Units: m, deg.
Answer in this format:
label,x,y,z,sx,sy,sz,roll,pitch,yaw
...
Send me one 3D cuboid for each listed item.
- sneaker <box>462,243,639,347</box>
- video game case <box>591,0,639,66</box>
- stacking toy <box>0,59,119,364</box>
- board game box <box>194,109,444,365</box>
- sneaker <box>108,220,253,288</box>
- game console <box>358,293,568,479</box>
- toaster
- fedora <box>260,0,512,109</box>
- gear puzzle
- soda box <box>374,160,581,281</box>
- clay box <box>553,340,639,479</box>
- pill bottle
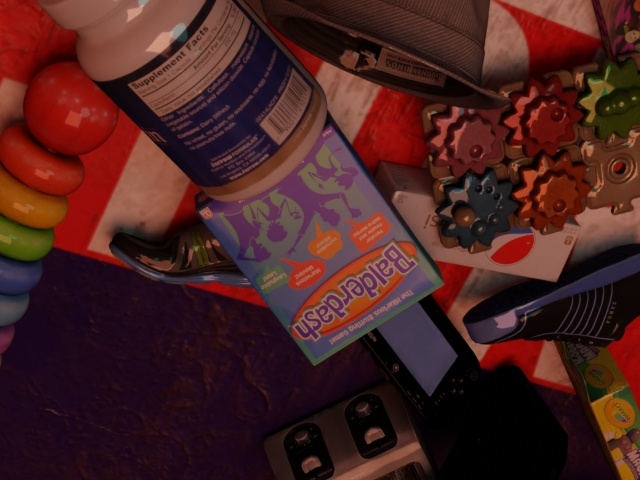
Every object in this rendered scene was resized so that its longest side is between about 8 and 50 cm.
label,x,y,z,sx,sy,sz,roll,pitch,yaw
sneaker,0.268,0.081,1.804,0.232,0.081,0.090,-20,102,-14
video game case,0.389,-0.222,1.697,0.210,0.042,0.232,-21,124,1
stacking toy,-0.294,-0.023,1.597,0.141,0.141,0.330,27,107,-27
board game box,0.000,0.000,1.658,0.160,0.047,0.210,-33,113,9
sneaker,-0.122,0.005,1.703,0.188,0.067,0.078,3,99,-14
game console,0.135,0.174,1.804,0.044,0.213,0.361,-16,120,44
toaster,0.047,0.275,1.877,0.168,0.110,0.185,-25,124,2
fedora,0.074,-0.213,1.514,0.244,0.275,0.124,22,89,-3
gear puzzle,0.272,-0.092,1.680,0.339,0.044,0.175,-15,115,-10
soda box,0.155,-0.019,1.747,0.216,0.069,0.074,11,118,-19
clay box,0.326,0.190,1.885,0.053,0.127,0.222,-25,124,2
pill bottle,-0.126,-0.170,1.530,0.153,0.153,0.264,-37,122,10
